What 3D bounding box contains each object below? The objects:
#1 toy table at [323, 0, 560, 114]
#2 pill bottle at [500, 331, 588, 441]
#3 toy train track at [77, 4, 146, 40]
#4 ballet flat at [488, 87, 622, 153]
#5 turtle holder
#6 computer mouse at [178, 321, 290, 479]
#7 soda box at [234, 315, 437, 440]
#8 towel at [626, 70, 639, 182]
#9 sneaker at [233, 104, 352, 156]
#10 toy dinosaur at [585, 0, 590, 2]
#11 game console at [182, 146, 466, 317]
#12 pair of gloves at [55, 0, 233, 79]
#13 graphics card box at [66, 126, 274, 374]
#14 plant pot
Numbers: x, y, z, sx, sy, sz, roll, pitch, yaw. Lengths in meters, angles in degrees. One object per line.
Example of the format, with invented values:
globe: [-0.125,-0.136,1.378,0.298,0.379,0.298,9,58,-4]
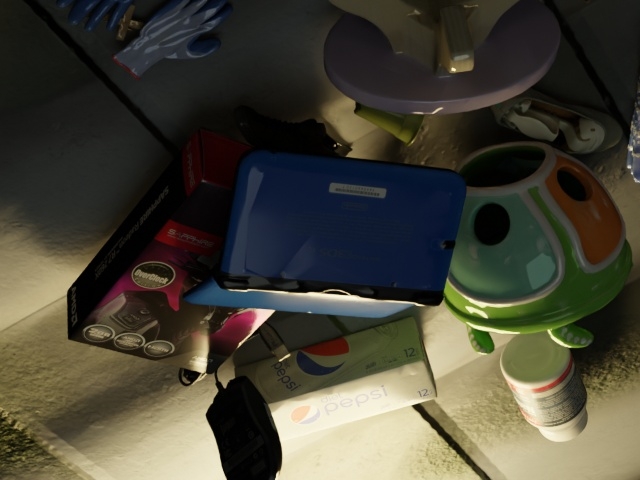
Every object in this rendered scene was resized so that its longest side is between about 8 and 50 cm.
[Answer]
toy table: [0.138,-0.260,1.545,0.274,0.252,0.161,-18,151,-7]
pill bottle: [0.351,0.228,2.108,0.108,0.108,0.180,-21,132,10]
toy train track: [-0.246,-0.262,1.605,0.083,0.014,0.048,10,123,-25]
ballet flat: [0.308,-0.145,1.779,0.213,0.068,0.072,18,127,-25]
turtle holder: [0.244,-0.012,1.810,0.243,0.320,0.227,-38,123,-24]
computer mouse: [-0.088,0.229,1.951,0.184,0.262,0.060,-46,144,22]
soda box: [0.021,0.211,2.046,0.286,0.091,0.098,-17,134,6]
towel: [0.524,-0.196,1.742,0.243,0.040,0.336,5,135,11]
sneaker: [-0.032,-0.132,1.745,0.089,0.051,0.170,-27,136,15]
toy dinosaur: [0.385,-0.365,1.562,0.200,0.127,0.296,-18,166,-45]
game console: [0.000,0.000,1.710,0.293,0.173,0.250,5,107,-21]
pair of gloves: [-0.198,-0.271,1.588,0.159,0.023,0.198,-36,128,12]
graphics card box: [-0.152,0.027,1.805,0.233,0.094,0.371,18,135,-31]
plant pot: [0.087,-0.170,1.717,0.079,0.083,0.083,18,128,-10]
